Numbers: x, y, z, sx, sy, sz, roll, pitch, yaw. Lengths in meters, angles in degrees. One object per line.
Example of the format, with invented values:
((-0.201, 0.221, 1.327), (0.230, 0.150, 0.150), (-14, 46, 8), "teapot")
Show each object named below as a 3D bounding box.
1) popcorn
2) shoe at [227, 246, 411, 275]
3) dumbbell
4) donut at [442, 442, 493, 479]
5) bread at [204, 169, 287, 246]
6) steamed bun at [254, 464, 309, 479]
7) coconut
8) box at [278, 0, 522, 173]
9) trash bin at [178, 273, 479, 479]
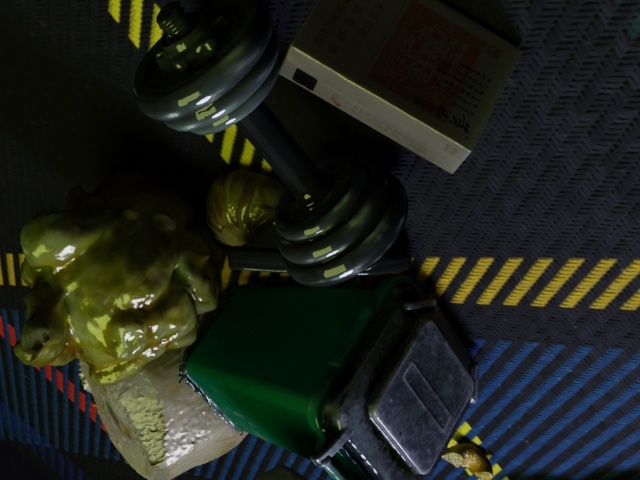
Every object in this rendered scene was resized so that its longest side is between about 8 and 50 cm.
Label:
((-0.277, 0.056, 1.572), (0.279, 0.335, 0.274), (1, 113, -7), "popcorn")
((0.000, 0.000, 1.458), (0.241, 0.093, 0.108), (1, 177, -1), "shoe")
((-0.050, -0.107, 1.269), (0.179, 0.179, 0.406), (-4, 136, 43), "dumbbell")
((0.249, 0.369, 1.858), (0.083, 0.067, 0.038), (56, 137, 20), "donut")
((-0.104, -0.051, 1.511), (0.157, 0.083, 0.094), (4, 130, 38), "bread")
((-0.017, 0.422, 1.525), (0.232, 0.145, 0.232), (36, 167, 10), "steamed bun")
((-0.237, 0.235, 1.859), (0.297, 0.254, 0.297), (43, 152, 29), "coconut")
((0.079, -0.175, 1.097), (0.201, 0.141, 0.058), (32, 155, -2), "box")
((0.000, 0.213, 1.625), (0.381, 0.295, 0.259), (5, 142, 45), "trash bin")
